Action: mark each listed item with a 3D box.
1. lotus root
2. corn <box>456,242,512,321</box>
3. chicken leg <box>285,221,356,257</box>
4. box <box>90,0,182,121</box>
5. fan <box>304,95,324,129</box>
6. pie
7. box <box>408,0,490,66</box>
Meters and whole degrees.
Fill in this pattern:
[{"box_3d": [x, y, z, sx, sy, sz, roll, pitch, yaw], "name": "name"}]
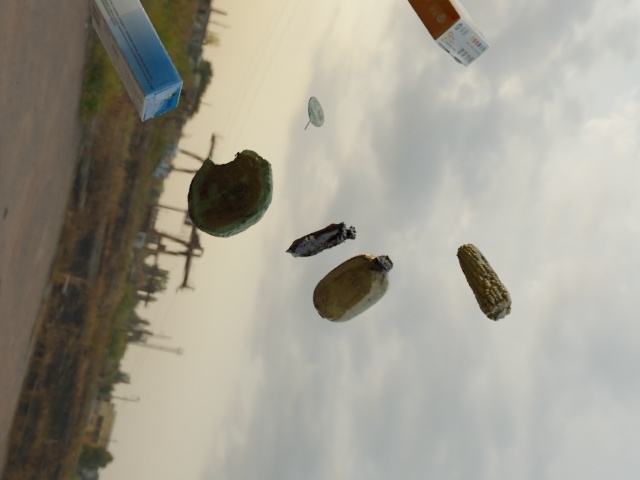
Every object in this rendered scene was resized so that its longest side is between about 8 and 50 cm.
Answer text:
[{"box_3d": [0.102, 0.136, 2.094, 0.284, 0.160, 0.146, -40, 172, 25], "name": "lotus root"}, {"box_3d": [0.439, 0.109, 1.880, 0.288, 0.087, 0.086, -106, -147, -53], "name": "corn"}, {"box_3d": [0.000, 0.000, 1.957, 0.063, 0.234, 0.105, 63, -17, 20], "name": "chicken leg"}, {"box_3d": [-0.315, -0.319, 1.194, 0.194, 0.073, 0.139, 62, -16, -2], "name": "box"}, {"box_3d": [-0.010, -0.237, 1.357, 0.003, 0.060, 0.080, -3, -110, 33], "name": "fan"}, {"box_3d": [-0.267, -0.144, 2.074, 0.067, 0.303, 0.302, 56, 37, -58], "name": "pie"}, {"box_3d": [0.300, -0.593, 1.777, 0.091, 0.221, 0.273, -36, -111, 25], "name": "box"}]
